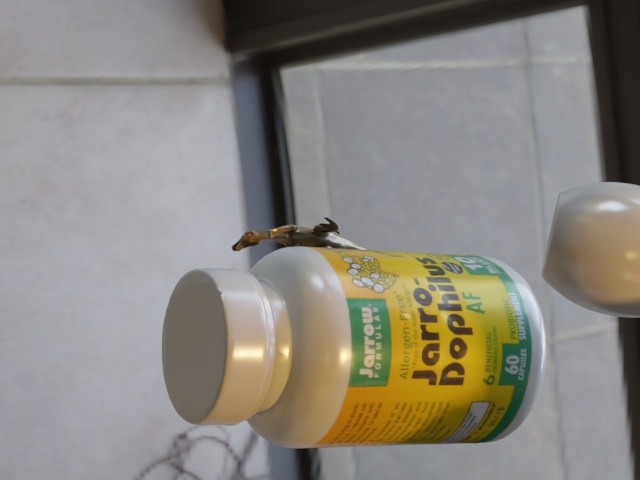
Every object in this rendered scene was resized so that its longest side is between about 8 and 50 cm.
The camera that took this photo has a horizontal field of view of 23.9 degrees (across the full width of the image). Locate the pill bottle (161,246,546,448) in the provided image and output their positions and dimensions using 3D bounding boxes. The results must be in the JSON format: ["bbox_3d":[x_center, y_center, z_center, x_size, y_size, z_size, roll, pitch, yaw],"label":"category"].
[{"bbox_3d":[0.019,0.063,0.889,0.208,0.117,0.117,4,85,-30],"label":"pill bottle"}]

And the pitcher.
[{"bbox_3d":[0.323,0.004,1.449,0.178,0.207,0.125,-68,168,-58],"label":"pitcher"}]

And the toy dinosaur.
[{"bbox_3d":[0.000,0.000,1.637,0.183,0.092,0.053,8,92,-17],"label":"toy dinosaur"}]
